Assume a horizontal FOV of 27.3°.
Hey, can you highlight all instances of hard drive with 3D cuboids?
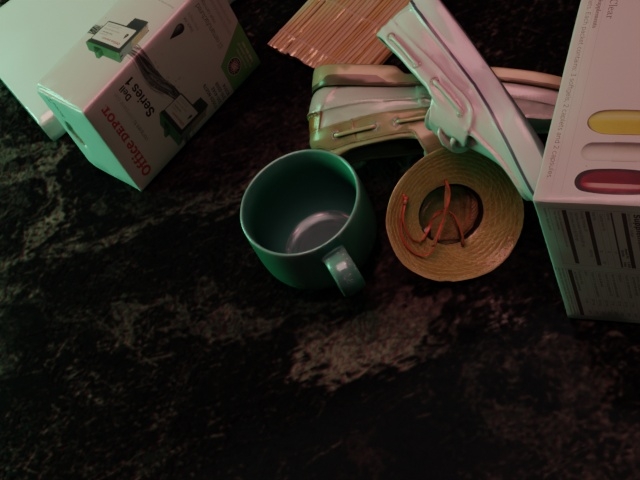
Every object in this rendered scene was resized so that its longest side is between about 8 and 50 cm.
[{"bbox_3d":[-0.260,-0.303,1.686,0.353,0.047,0.233,-39,53,-8],"label":"hard drive"}]

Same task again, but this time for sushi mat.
[{"bbox_3d":[0.086,-0.315,1.577,0.151,0.019,0.316,30,72,35],"label":"sushi mat"}]

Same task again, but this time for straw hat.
[{"bbox_3d":[0.127,-0.028,1.335,0.144,0.144,0.061,-39,10,-7],"label":"straw hat"}]

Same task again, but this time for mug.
[{"bbox_3d":[-0.008,-0.003,1.351,0.129,0.097,0.158,-5,57,18],"label":"mug"}]

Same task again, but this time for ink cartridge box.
[{"bbox_3d":[-0.193,-0.190,1.511,0.092,0.160,0.219,30,73,34],"label":"ink cartridge box"}]

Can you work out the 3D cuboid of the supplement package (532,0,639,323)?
[{"bbox_3d":[0.306,-0.083,1.216,0.145,0.204,0.262,4,59,23],"label":"supplement package"}]

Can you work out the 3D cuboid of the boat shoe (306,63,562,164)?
[{"bbox_3d":[0.134,-0.121,1.382,0.302,0.113,0.103,3,79,21],"label":"boat shoe"}]

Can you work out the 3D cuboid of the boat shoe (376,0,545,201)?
[{"bbox_3d":[0.143,-0.126,1.280,0.084,0.095,0.258,-35,62,12],"label":"boat shoe"}]
